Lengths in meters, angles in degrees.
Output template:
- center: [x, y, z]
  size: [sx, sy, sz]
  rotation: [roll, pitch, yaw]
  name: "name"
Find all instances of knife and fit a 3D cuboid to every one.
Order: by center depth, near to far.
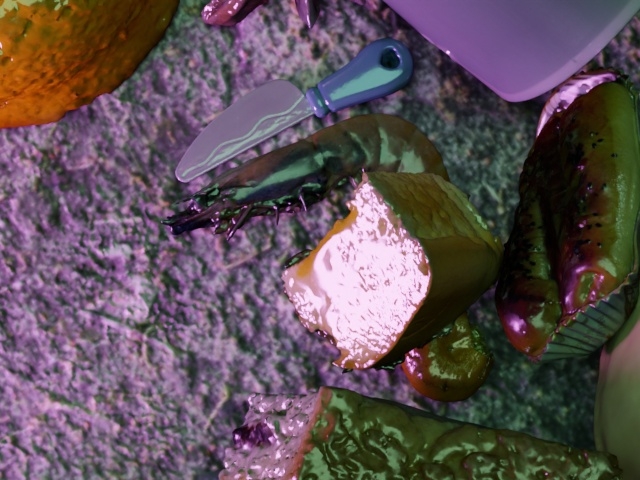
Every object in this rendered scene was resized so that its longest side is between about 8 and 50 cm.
- center: [-0.029, -0.124, 1.799]
  size: [0.244, 0.032, 0.058]
  rotation: [-23, 81, 4]
  name: "knife"

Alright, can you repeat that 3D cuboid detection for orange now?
- center: [0.110, 0.104, 1.727]
  size: [0.086, 0.062, 0.086]
  rotation: [3, 68, -7]
  name: "orange"

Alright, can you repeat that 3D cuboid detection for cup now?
- center: [0.147, -0.334, 1.687]
  size: [0.274, 0.259, 0.357]
  rotation: [36, 41, -18]
  name: "cup"

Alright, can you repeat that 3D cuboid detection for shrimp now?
- center: [0.000, 0.000, 1.757]
  size: [0.262, 0.051, 0.198]
  rotation: [-19, 79, -5]
  name: "shrimp"

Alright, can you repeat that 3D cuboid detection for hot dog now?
- center: [0.217, -0.024, 1.668]
  size: [0.082, 0.162, 0.270]
  rotation: [24, 56, -24]
  name: "hot dog"

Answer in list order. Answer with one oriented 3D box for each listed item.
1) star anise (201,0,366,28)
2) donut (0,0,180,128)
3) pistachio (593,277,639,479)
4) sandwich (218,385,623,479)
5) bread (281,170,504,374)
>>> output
- center: [-0.025, -0.290, 1.798]
  size: [0.229, 0.093, 0.236]
  rotation: [36, 88, 4]
  name: "star anise"
- center: [-0.365, -0.293, 1.781]
  size: [0.377, 0.163, 0.435]
  rotation: [-39, 80, -2]
  name: "donut"
- center: [0.347, 0.088, 1.636]
  size: [0.230, 0.230, 0.309]
  rotation: [26, 93, 8]
  name: "pistachio"
- center: [0.075, 0.213, 1.608]
  size: [0.325, 0.262, 0.131]
  rotation: [12, 76, 6]
  name: "sandwich"
- center: [0.061, 0.029, 1.698]
  size: [0.160, 0.169, 0.140]
  rotation: [-47, 67, 25]
  name: "bread"
